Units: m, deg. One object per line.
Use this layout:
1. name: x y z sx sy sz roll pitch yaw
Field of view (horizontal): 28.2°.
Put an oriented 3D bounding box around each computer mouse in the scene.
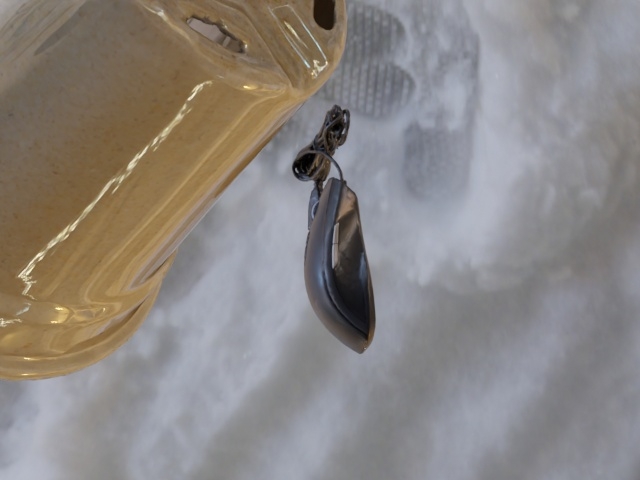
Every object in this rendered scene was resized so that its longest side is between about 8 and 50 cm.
1. computer mouse: 0.000 0.000 1.370 0.060 0.184 0.262 -4 78 -13

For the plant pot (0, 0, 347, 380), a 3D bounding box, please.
1. plant pot: -0.160 -0.117 0.868 0.334 0.334 0.305 41 130 -17
